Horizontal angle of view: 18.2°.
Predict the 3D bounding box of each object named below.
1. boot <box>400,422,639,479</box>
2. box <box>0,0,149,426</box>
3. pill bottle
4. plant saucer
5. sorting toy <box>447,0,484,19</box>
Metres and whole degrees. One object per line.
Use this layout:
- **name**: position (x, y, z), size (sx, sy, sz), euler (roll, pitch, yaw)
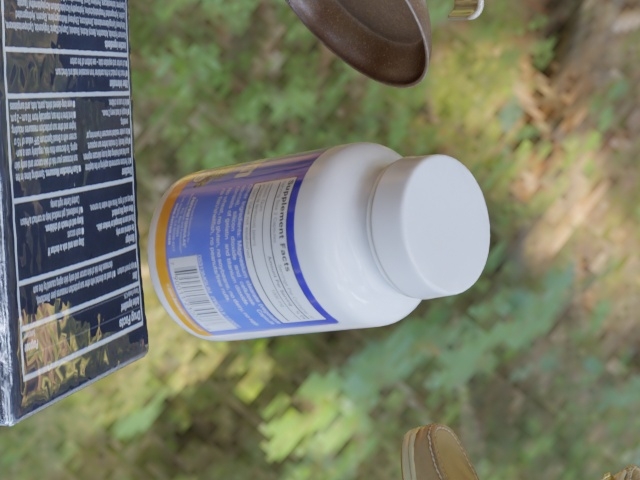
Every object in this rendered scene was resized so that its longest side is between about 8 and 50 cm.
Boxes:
- **boot**: position (0.189, 0.236, 1.716), size (0.203, 0.262, 0.095), euler (-38, 144, 25)
- **box**: position (-0.230, -0.052, 1.207), size (0.296, 0.183, 0.294), euler (-22, 109, -79)
- **pill bottle**: position (0.000, 0.000, 1.642), size (0.272, 0.152, 0.152), euler (-8, -160, 41)
- **plant saucer**: position (0.028, -0.216, 1.682), size (0.036, 0.198, 0.198), euler (-43, 165, -20)
- **sorting toy**: position (0.069, -0.128, 0.878), size (0.083, 0.012, 0.062), euler (-139, -130, -81)
